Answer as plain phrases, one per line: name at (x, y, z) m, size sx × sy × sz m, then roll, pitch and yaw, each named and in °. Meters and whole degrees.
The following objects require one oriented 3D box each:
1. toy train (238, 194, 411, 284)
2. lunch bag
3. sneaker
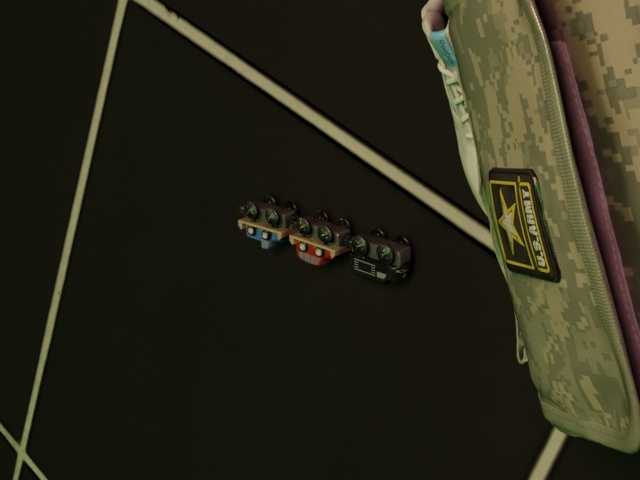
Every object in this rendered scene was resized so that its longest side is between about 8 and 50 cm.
toy train at (0.000, 0.000, 0.792) m, size 0.158 × 0.027 × 0.036 m, roll 18°, pitch 121°, yaw 41°
lunch bag at (0.181, -0.032, 0.500) m, size 0.287 × 0.169 × 0.235 m, roll -10°, pitch 98°, yaw 46°
sneaker at (0.089, -0.098, 0.644) m, size 0.071 × 0.083 × 0.191 m, roll -3°, pitch 97°, yaw 43°
